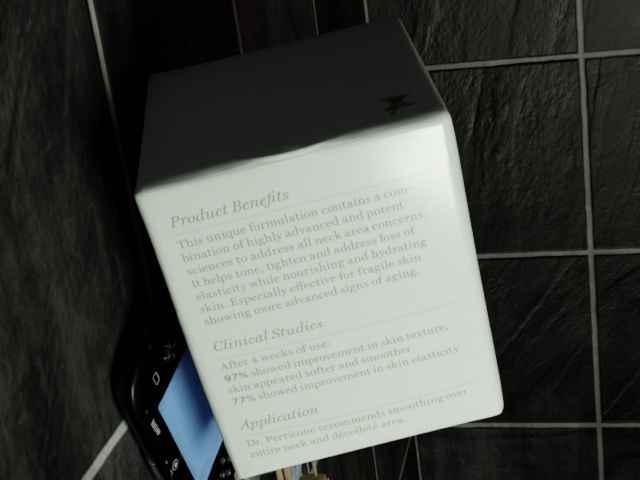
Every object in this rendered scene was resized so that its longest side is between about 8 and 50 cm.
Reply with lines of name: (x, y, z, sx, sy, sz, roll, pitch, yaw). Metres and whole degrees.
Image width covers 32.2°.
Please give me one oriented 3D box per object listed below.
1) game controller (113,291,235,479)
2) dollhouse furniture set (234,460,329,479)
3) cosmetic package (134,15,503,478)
game controller: (-0.162, 0.212, 1.336, 0.319, 0.067, 0.166, 73, 20, -43)
dollhouse furniture set: (-0.050, 0.283, 1.637, 0.184, 0.129, 0.129, -62, 147, -64)
cosmetic package: (0.000, 0.000, 1.308, 0.327, 0.329, 0.394, -100, 177, -60)
